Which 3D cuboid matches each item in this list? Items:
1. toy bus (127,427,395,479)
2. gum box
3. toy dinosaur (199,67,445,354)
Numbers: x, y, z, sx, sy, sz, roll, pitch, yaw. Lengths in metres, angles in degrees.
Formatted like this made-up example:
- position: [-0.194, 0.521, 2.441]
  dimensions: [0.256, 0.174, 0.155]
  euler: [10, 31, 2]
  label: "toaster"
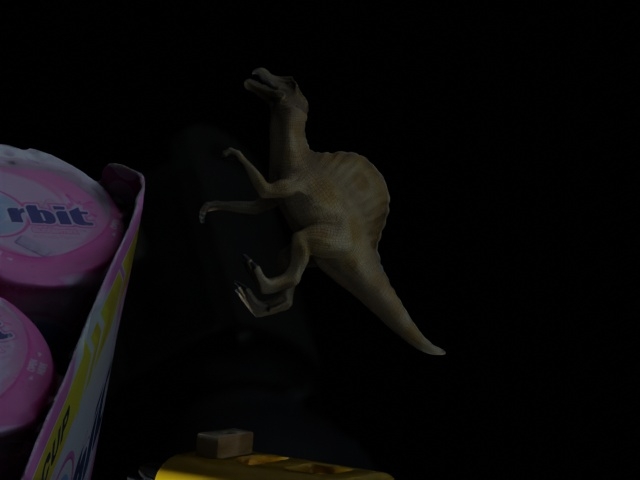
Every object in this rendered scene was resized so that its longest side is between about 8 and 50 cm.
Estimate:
- position: [-0.053, 0.162, 1.143]
  dimensions: [0.191, 0.202, 0.104]
  euler: [-166, 79, -76]
  label: "toy bus"
- position: [-0.089, 0.062, 0.424]
  dimensions: [0.188, 0.062, 0.107]
  euler: [-76, 1, -60]
  label: "gum box"
- position: [0.000, 0.000, 1.025]
  dimensions: [0.183, 0.092, 0.053]
  euler: [60, 163, -8]
  label: "toy dinosaur"
